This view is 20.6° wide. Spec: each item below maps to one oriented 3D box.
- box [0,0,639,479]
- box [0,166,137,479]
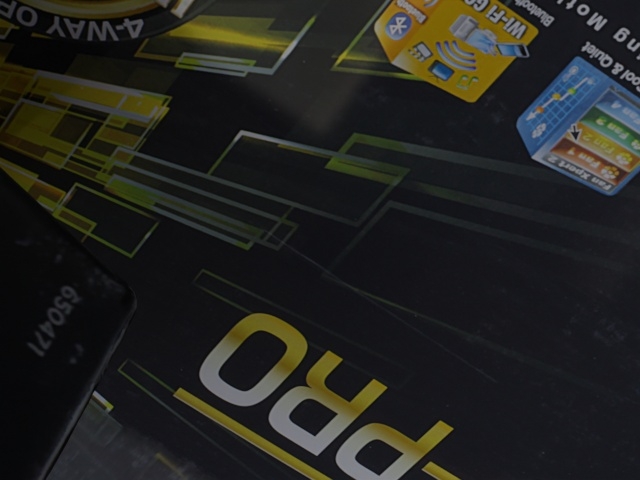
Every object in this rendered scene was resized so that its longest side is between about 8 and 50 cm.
[{"bbox_3d":[0.000,0.000,0.545,0.395,0.318,0.097,33,40,-12],"label":"box"},{"bbox_3d":[-0.256,0.019,0.354,0.296,0.294,0.182,46,42,-19],"label":"box"}]
